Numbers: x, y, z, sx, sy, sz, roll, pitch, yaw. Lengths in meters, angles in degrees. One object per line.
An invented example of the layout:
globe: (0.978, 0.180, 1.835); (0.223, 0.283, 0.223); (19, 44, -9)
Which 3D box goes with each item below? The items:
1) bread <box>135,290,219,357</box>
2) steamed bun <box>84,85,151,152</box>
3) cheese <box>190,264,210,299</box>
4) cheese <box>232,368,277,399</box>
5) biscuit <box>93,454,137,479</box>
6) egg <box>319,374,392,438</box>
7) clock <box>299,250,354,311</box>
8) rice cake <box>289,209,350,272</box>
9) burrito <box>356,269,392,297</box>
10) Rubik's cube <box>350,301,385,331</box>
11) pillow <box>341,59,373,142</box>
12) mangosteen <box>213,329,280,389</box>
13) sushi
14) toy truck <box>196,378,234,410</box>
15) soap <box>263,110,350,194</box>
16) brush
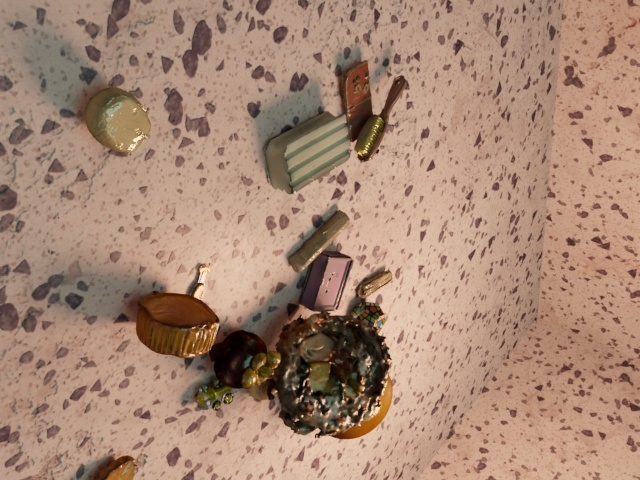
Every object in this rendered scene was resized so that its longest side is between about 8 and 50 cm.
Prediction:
bread: (-0.347, 0.206, 1.400); (0.199, 0.199, 0.104); (-4, 115, -50)
steamed bun: (-0.413, -0.243, 1.164); (0.112, 0.091, 0.130); (-53, 144, -11)
cheese: (-0.318, 0.118, 1.537); (0.047, 0.017, 0.111); (9, 102, -55)
cheese: (-0.195, 0.442, 1.825); (0.227, 0.064, 0.137); (4, 104, -50)
biscuit: (-0.550, 0.642, 1.500); (0.118, 0.061, 0.183); (17, 93, -51)
egg: (0.106, 0.550, 2.068); (0.351, 0.283, 0.282); (-22, 125, -47)
clock: (0.021, 0.133, 1.914); (0.145, 0.073, 0.193); (6, 104, -52)
rice cake: (0.000, 0.000, 1.837); (0.256, 0.052, 0.057); (-44, 109, -26)
burrito: (0.202, 0.166, 2.179); (0.188, 0.045, 0.058); (-26, 103, -38)
Rubik's cube: (0.176, 0.287, 2.156); (0.133, 0.112, 0.133); (-27, 129, -39)
pillow: (0.115, -0.418, 1.758); (0.126, 0.043, 0.232); (-40, 137, -32)
mangosteen: (-0.212, 0.346, 1.652); (0.166, 0.180, 0.166); (-41, 141, -46)
sushi: (0.022, 0.413, 1.805); (0.417, 0.176, 0.417); (5, 78, -23)
toy truck: (-0.310, 0.443, 1.682); (0.111, 0.076, 0.077); (-18, 105, -43)
soap: (-0.035, -0.248, 1.631); (0.261, 0.094, 0.150); (-34, 128, -34)
brush: (0.184, -0.389, 1.790); (0.067, 0.072, 0.313); (38, 74, -44)
